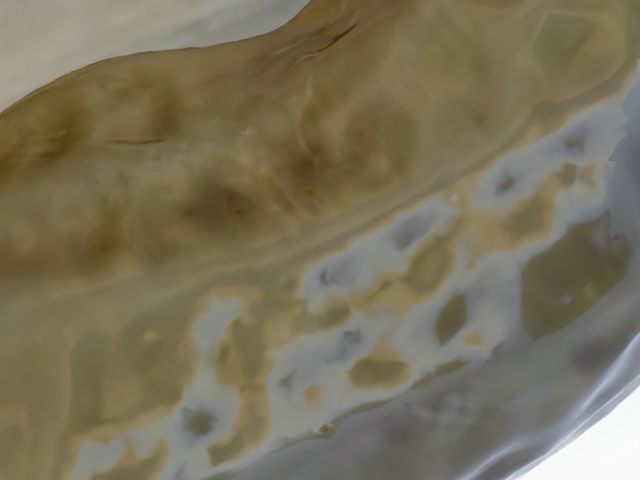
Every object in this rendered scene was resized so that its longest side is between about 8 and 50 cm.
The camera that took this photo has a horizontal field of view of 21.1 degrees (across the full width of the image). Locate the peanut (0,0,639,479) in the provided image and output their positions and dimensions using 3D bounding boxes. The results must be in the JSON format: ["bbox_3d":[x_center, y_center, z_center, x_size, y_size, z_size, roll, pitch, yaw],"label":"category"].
[{"bbox_3d":[0.000,0.000,0.424,0.325,0.153,0.140,-39,151,-6],"label":"peanut"}]
